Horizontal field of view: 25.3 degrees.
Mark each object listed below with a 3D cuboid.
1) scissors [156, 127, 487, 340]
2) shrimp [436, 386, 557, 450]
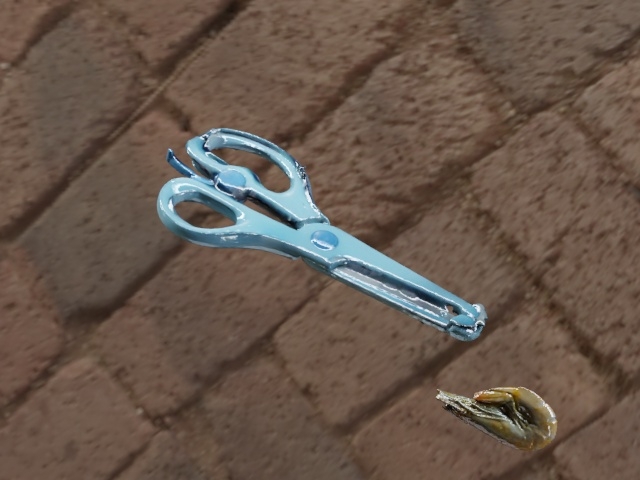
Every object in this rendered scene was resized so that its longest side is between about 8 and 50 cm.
[{"bbox_3d":[0.000,0.000,1.500,0.393,0.180,0.032,29,137,15],"label":"scissors"},{"bbox_3d":[0.155,0.145,1.233,0.108,0.023,0.059,27,119,-4],"label":"shrimp"}]
